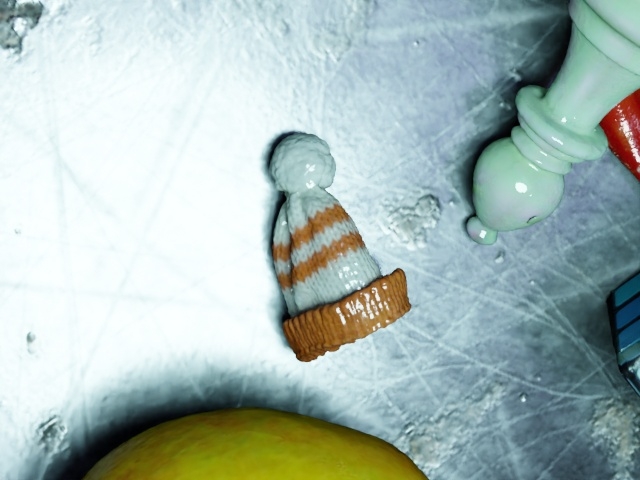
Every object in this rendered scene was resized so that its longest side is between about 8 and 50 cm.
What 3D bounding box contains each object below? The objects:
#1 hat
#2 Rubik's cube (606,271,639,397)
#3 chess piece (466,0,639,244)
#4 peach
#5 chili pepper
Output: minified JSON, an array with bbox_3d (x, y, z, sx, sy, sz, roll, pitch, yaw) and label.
[{"bbox_3d":[0.000,0.000,1.473,0.093,0.112,0.162,-25,90,-36],"label":"hat"},{"bbox_3d":[0.325,0.079,1.488,0.160,0.162,0.163,-36,103,16],"label":"Rubik's cube"},{"bbox_3d":[0.188,-0.101,1.468,0.139,0.139,0.272,27,119,-13],"label":"chess piece"},{"bbox_3d":[-0.052,0.270,1.381,0.332,0.308,0.308,-16,99,-11],"label":"peach"},{"bbox_3d":[0.250,-0.070,1.545,0.045,0.027,0.178,-27,102,-9],"label":"chili pepper"}]
